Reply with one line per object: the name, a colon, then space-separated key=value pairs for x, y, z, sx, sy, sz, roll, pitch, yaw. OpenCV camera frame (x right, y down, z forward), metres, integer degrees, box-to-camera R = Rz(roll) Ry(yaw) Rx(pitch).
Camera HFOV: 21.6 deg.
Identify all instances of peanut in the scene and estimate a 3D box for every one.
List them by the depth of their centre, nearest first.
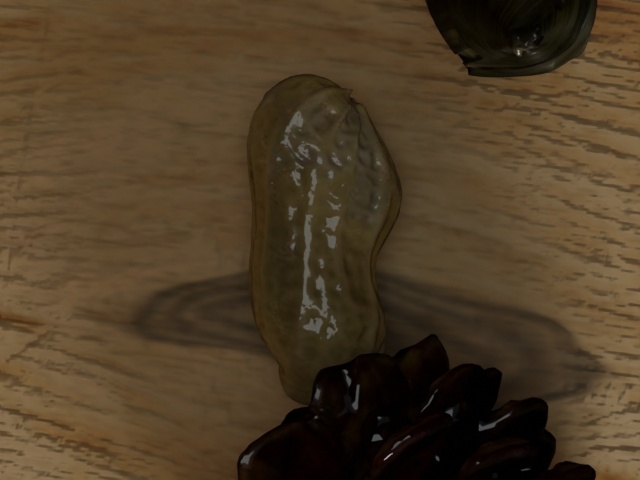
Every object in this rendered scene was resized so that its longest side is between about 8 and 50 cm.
peanut: x=0.000 y=0.000 z=1.087 sx=0.099 sy=0.090 sz=0.214 roll=1 pitch=92 yaw=-24

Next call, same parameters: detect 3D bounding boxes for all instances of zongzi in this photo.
zongzi: x=0.099 y=-0.208 z=0.999 sx=0.112 sy=0.242 sz=0.221 roll=-13 pitch=92 yaw=11

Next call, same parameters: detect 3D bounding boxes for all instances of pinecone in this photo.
pinecone: x=0.064 y=0.230 z=1.002 sx=0.296 sy=0.242 sz=0.298 roll=39 pitch=87 yaw=6
